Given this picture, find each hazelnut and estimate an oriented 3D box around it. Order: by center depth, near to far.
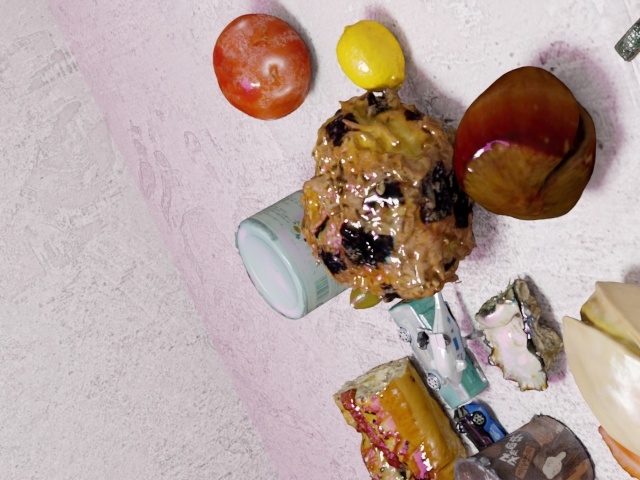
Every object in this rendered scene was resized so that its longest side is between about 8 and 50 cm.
[{"bbox_3d":[0.307,-0.141,1.516,0.217,0.217,0.251,36,171,42],"label":"hazelnut"}]

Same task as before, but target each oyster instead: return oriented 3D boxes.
[{"bbox_3d":[0.366,0.179,1.896,0.198,0.092,0.260,34,154,45],"label":"oyster"}]

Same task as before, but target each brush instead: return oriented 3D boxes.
[{"bbox_3d":[0.432,-0.289,1.296,0.034,0.027,0.190,53,155,10],"label":"brush"}]

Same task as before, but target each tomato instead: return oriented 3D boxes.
[{"bbox_3d":[-0.130,-0.360,2.117,0.232,0.188,0.232,47,154,32],"label":"tomato"}]

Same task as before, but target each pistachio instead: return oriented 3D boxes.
[{"bbox_3d":[0.497,0.193,1.498,0.238,0.229,0.321,46,-178,-42],"label":"pistachio"}]

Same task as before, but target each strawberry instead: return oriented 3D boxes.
[{"bbox_3d":[0.559,0.363,1.734,0.187,0.082,0.147,31,139,58],"label":"strawberry"}]

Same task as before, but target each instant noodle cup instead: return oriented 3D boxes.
[{"bbox_3d":[0.410,0.471,1.988,0.217,0.207,0.217,45,152,32],"label":"instant noodle cup"}]

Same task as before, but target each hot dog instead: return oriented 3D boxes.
[{"bbox_3d":[0.202,0.496,2.458,0.365,0.196,0.367,55,159,1],"label":"hot dog"}]

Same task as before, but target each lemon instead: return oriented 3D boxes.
[{"bbox_3d":[0.093,-0.329,1.812,0.155,0.114,0.114,53,156,5],"label":"lemon"}]

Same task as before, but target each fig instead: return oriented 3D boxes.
[{"bbox_3d":[0.103,0.128,2.343,0.074,0.088,0.074,47,171,10],"label":"fig"}]

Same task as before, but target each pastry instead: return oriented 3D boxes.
[{"bbox_3d":[0.129,-0.058,1.840,0.337,0.292,0.405,37,141,21],"label":"pastry"}]

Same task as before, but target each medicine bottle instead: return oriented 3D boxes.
[{"bbox_3d":[0.000,0.000,2.152,0.245,0.290,0.245,42,150,31],"label":"medicine bottle"}]

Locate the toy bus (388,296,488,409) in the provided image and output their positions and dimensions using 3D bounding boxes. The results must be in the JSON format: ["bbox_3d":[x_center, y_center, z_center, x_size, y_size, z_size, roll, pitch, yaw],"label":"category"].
[{"bbox_3d":[0.256,0.234,2.174,0.262,0.091,0.109,57,145,4],"label":"toy bus"}]

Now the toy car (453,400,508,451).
[{"bbox_3d":[0.378,0.444,2.197,0.216,0.063,0.103,50,156,7],"label":"toy car"}]

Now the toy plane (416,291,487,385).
[{"bbox_3d":[0.256,0.162,2.032,0.181,0.107,0.273,15,117,34],"label":"toy plane"}]
